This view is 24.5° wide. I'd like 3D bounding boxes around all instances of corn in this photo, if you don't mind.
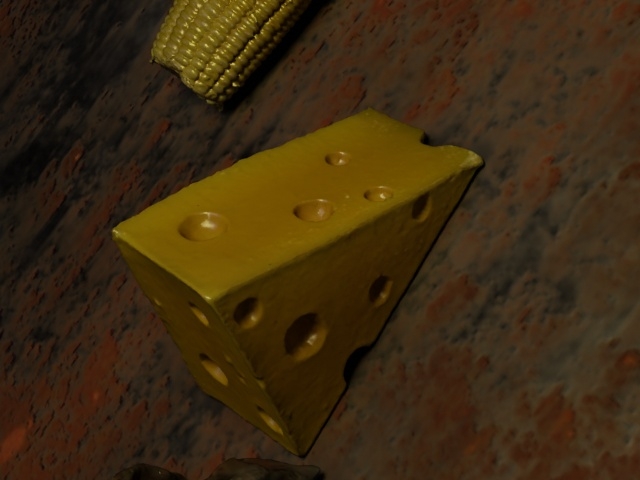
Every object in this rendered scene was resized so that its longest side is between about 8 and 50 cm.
[{"bbox_3d":[-0.036,-0.160,0.900,0.085,0.063,0.165,39,94,22],"label":"corn"}]

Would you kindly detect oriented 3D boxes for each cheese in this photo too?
[{"bbox_3d":[0.000,0.000,0.768,0.171,0.126,0.093,-44,42,-19],"label":"cheese"}]

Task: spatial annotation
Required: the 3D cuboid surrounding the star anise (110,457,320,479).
[{"bbox_3d":[-0.087,0.205,0.689,0.223,0.109,0.236,-7,58,33],"label":"star anise"}]
